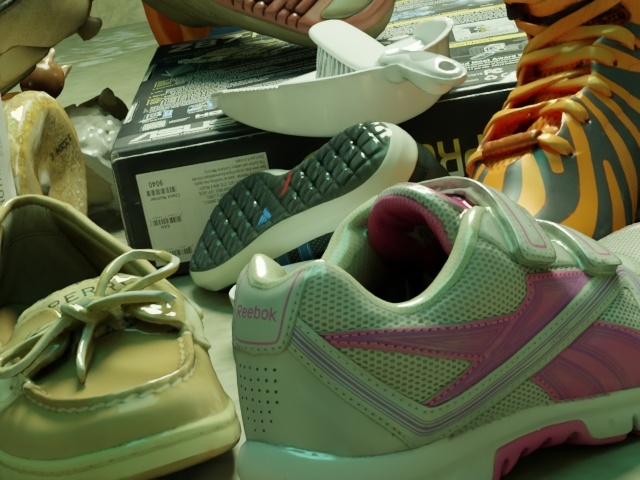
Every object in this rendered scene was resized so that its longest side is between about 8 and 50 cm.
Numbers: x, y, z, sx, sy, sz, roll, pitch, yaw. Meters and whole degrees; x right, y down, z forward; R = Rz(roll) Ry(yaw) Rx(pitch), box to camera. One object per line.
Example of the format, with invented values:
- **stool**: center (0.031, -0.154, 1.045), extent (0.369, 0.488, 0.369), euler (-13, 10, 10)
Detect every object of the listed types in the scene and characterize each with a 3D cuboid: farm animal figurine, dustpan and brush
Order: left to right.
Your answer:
- **farm animal figurine**: center (-0.250, -0.189, 1.345), extent (0.172, 0.330, 0.327), euler (-38, 24, -9)
- **dustpan and brush**: center (0.033, -0.096, 1.006), extent (0.147, 0.060, 0.211), euler (-21, 27, -18)

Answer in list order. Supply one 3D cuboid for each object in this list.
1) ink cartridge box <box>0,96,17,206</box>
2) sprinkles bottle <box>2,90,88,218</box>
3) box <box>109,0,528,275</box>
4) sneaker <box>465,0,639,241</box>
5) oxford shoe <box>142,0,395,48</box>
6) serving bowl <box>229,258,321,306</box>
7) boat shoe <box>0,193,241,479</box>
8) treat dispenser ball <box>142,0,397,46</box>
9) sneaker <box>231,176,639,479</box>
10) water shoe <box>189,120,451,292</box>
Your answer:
- **ink cartridge box**: center (-0.240, 0.009, 0.833), extent (0.065, 0.186, 0.311), euler (-3, 15, 19)
- **sprinkles bottle**: center (-0.338, -0.018, 1.188), extent (0.355, 0.121, 0.121), euler (-7, 13, 14)
- **box**: center (0.071, -0.096, 1.201), extent (0.394, 0.097, 0.318), euler (-10, 20, 3)
- **sneaker**: center (0.110, -0.075, 0.877), extent (0.124, 0.180, 0.321), euler (-6, 22, 37)
- **oxford shoe**: center (-0.062, -0.205, 1.266), extent (0.123, 0.130, 0.348), euler (-43, 50, -14)
- **serving bowl**: center (-0.004, 0.032, 0.903), extent (0.083, 0.027, 0.083), euler (-10, 13, 2)
- **boat shoe**: center (-0.113, 0.043, 0.801), extent (0.104, 0.089, 0.285), euler (-14, 13, -19)
- **treat dispenser ball**: center (-0.009, -0.231, 1.475), extent (0.288, 0.288, 0.288), euler (-10, 12, 2)
- **sneaker**: center (0.068, 0.025, 0.679), extent (0.252, 0.111, 0.103), euler (-21, 16, -40)
- **water shoe**: center (0.000, 0.000, 0.984), extent (0.203, 0.080, 0.073), euler (-22, 39, 54)
